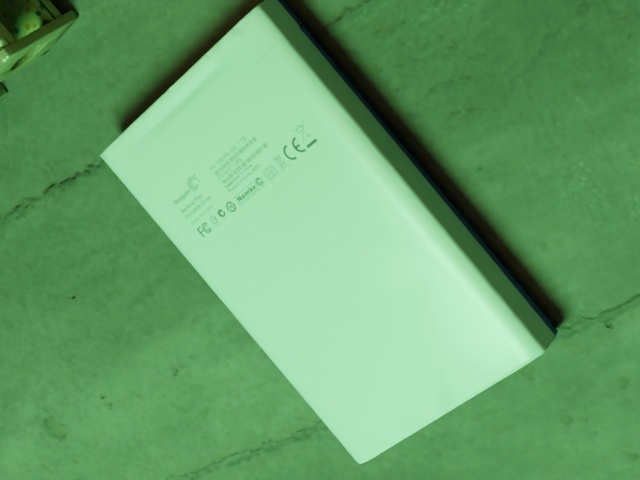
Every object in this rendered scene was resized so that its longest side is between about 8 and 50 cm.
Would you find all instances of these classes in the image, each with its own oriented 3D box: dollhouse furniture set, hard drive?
[{"bbox_3d":[-0.316,-0.182,1.243,0.182,0.101,0.161,50,129,-3],"label":"dollhouse furniture set"},{"bbox_3d":[0.000,0.000,1.201,0.319,0.040,0.210,50,129,-3],"label":"hard drive"}]
